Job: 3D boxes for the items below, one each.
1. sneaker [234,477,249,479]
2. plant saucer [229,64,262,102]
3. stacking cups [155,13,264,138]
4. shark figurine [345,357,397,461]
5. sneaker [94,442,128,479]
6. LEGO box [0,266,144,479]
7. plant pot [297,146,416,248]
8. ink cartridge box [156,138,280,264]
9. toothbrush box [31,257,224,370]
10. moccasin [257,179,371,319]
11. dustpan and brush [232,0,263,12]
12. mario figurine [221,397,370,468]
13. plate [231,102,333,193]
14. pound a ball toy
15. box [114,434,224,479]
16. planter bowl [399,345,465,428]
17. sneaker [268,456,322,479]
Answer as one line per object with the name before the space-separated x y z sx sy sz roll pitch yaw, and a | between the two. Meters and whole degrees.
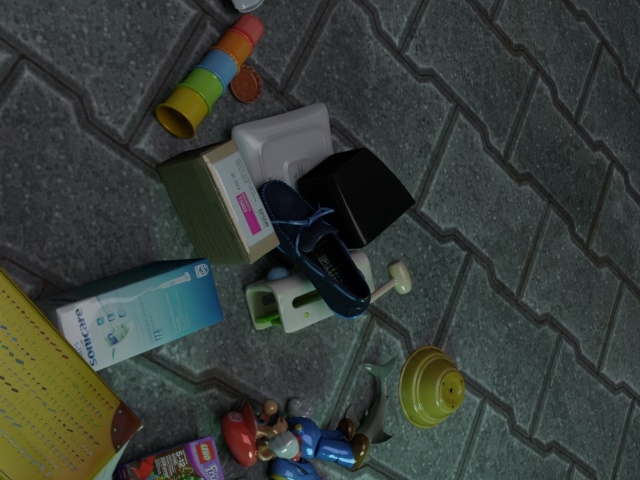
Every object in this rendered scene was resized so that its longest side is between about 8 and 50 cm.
sneaker | -0.094 0.635 1.622 0.107 0.124 0.283 -46 115 -31
plant saucer | -0.166 -0.345 1.688 0.083 0.013 0.083 2 87 -40
stacking cups | -0.226 -0.355 1.603 0.096 0.096 0.316 46 56 -28
shark figurine | 0.136 0.430 1.832 0.166 0.116 0.278 46 63 -29
sneaker | -0.420 0.440 1.399 0.262 0.099 0.121 -52 126 -20
LEGO box | -0.551 0.151 1.118 0.193 0.372 0.500 -48 117 -31
plant pot | 0.061 -0.099 1.689 0.187 0.188 0.167 -40 111 -30
ink cartridge box | -0.206 -0.071 1.526 0.088 0.193 0.235 -33 109 -35
toothbrush box | -0.360 0.131 1.375 0.295 0.216 0.126 -19 99 -39
moccasin | 0.000 0.000 1.583 0.138 0.117 0.342 -39 84 -27
dustpan and brush | -0.142 -0.587 1.702 0.211 0.060 0.147 -27 92 -30
mario figurine | -0.053 0.394 1.619 0.320 0.198 0.170 12 61 -24
plate | -0.058 -0.148 1.717 0.278 0.045 0.277 -23 112 -37
pound a ball toy | 0.019 0.093 1.691 0.319 0.208 0.136 -20 100 -37
box | -0.265 0.548 1.478 0.201 0.057 0.293 -9 79 -44
planter bowl | 0.312 0.385 1.989 0.217 0.090 0.217 3 85 -39
sneaker | -0.025 0.536 1.721 0.209 0.069 0.082 38 61 -31
